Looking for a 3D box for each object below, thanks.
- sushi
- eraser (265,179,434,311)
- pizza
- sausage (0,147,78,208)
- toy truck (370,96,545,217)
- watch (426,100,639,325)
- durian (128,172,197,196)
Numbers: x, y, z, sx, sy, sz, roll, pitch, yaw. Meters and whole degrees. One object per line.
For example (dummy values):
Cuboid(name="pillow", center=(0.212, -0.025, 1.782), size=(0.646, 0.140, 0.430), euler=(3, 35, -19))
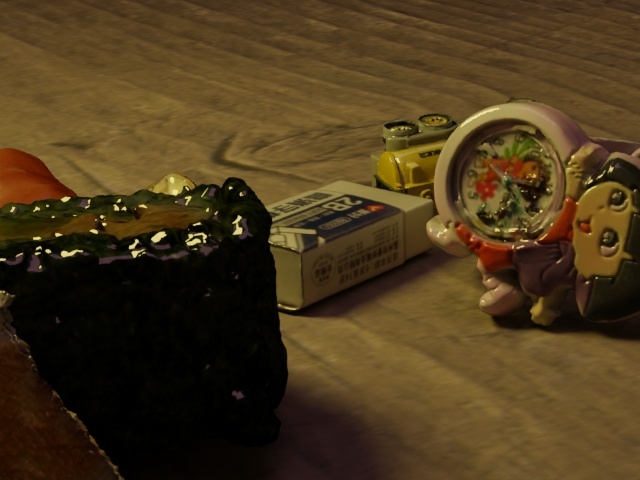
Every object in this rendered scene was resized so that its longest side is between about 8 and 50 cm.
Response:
Cuboid(name="sushi", center=(-0.204, 0.059, 1.533), size=(0.352, 0.178, 0.294), euler=(-5, 13, 0))
Cuboid(name="eraser", center=(0.000, 0.000, 1.871), size=(0.124, 0.068, 0.210), euler=(12, 22, 37))
Cuboid(name="pizza", center=(-0.200, 0.140, 1.358), size=(0.195, 0.185, 0.052), euler=(28, 14, 16))
Cuboid(name="sausage", center=(-0.291, -0.007, 1.836), size=(0.133, 0.133, 0.258), euler=(-10, 24, -24))
Cuboid(name="toy truck", center=(0.156, -0.073, 2.031), size=(0.227, 0.098, 0.114), euler=(-12, 25, -21))
Cuboid(name="watch", center=(0.230, -0.018, 1.800), size=(0.244, 0.196, 0.231), euler=(6, -1, 22))
Cuboid(name="durian", center=(-0.158, -0.003, 1.881), size=(0.110, 0.071, 0.140), euler=(-28, 18, 14))
